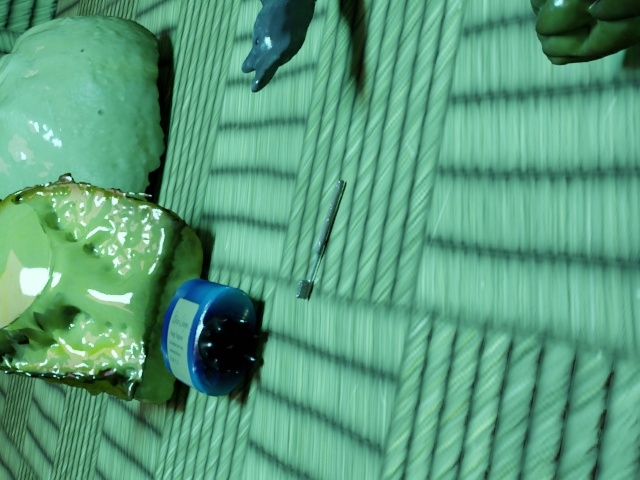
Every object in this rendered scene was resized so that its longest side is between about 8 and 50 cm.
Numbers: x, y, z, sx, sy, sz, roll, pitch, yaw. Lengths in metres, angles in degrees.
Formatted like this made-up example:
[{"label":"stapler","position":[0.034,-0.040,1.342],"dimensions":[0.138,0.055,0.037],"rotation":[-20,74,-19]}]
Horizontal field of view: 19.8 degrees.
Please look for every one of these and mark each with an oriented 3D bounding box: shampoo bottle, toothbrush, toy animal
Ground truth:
[{"label":"shampoo bottle","position":[-0.088,0.077,1.469],"dimensions":[0.183,0.050,0.087],"rotation":[-173,97,-75]},{"label":"toothbrush","position":[0.000,0.000,1.281],"dimensions":[0.006,0.008,0.097],"rotation":[54,132,51]},{"label":"toy animal","position":[-0.007,-0.262,1.361],"dimensions":[0.206,0.081,0.367],"rotation":[151,136,-76]}]

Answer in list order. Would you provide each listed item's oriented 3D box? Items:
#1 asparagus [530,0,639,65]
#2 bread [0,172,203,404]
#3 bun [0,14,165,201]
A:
[{"label":"asparagus","position":[0.142,-0.134,0.725],"dimensions":[0.287,0.080,0.080],"rotation":[129,149,-67]},{"label":"bread","position":[-0.207,0.046,1.727],"dimensions":[0.262,0.162,0.204],"rotation":[10,88,33]},{"label":"bun","position":[-0.304,-0.091,2.093],"dimensions":[0.364,0.202,0.364],"rotation":[-172,90,-76]}]
